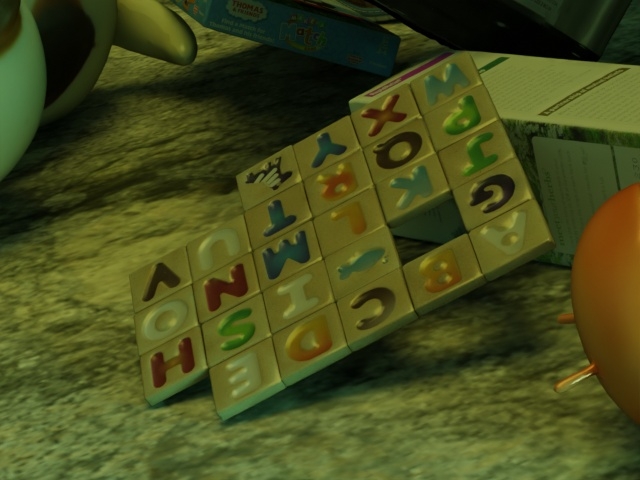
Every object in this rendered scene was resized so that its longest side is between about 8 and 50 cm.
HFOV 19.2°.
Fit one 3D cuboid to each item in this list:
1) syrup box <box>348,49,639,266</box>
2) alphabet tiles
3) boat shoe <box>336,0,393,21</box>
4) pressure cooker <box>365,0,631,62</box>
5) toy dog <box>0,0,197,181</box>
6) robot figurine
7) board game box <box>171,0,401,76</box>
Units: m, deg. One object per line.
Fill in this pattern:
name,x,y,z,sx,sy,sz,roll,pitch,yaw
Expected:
syrup box,0.135,-0.049,1.109,0.096,0.093,0.237,-30,27,-35
alphabet tiles,0.000,0.000,1.048,0.237,0.009,0.198,-28,35,9
boat shoe,0.037,-0.236,1.680,0.183,0.066,0.066,10,31,45
pressure cooker,0.121,-0.351,1.305,0.375,0.420,0.370,31,8,18
toy dog,-0.303,-0.139,1.431,0.395,0.284,0.408,23,18,-9
robot figurine,0.207,0.015,0.841,0.219,0.128,0.158,-21,59,14
board game box,-0.044,-0.190,1.552,0.160,0.039,0.211,13,12,-22
